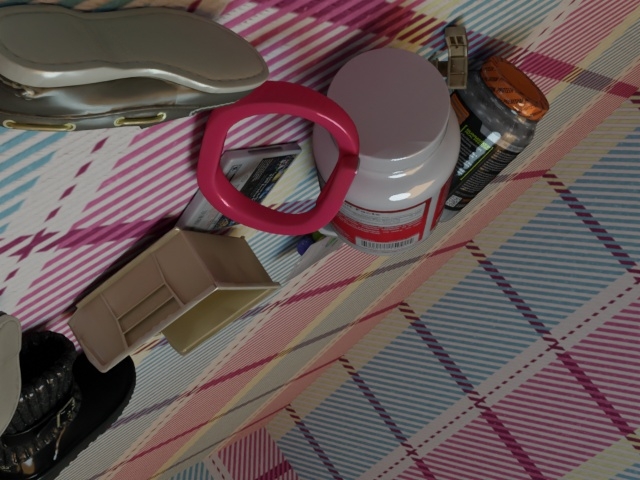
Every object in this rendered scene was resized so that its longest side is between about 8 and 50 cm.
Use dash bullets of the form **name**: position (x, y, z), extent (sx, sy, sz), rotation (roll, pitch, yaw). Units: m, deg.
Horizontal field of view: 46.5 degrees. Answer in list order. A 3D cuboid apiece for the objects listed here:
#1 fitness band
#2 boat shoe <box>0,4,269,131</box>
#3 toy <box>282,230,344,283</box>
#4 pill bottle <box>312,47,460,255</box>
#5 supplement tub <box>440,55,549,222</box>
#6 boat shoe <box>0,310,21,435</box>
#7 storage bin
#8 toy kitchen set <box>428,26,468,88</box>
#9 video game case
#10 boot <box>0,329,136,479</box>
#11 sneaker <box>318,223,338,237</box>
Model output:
- **fitness band**: position (-0.061, -0.104, 1.017), extent (0.291, 0.209, 0.054), rotation (119, -12, -57)
- **boat shoe**: position (-0.183, -0.161, 0.727), extent (0.305, 0.109, 0.091), rotation (-12, 151, -46)
- **toy**: position (0.000, 0.000, 1.683), extent (0.237, 0.056, 0.137), rotation (-27, 158, -49)
- **pill bottle**: position (0.105, -0.132, 1.214), extent (0.229, 0.229, 0.407), rotation (-36, 164, -7)
- **supplement tub**: position (0.290, -0.201, 1.491), extent (0.193, 0.193, 0.316), rotation (-16, 155, -53)
- **boat shoe**: position (-0.464, 0.189, 1.033), extent (0.075, 0.065, 0.206), rotation (-35, 141, -67)
- **storage bin**: position (-0.244, 0.103, 1.267), extent (0.260, 0.123, 0.262), rotation (-37, 167, 13)
- **toy kitchen set**: position (0.212, -0.307, 1.260), extent (0.068, 0.083, 0.075), rotation (2, 173, 16)
- **video game case**: position (-0.136, -0.082, 1.211), extent (0.173, 0.022, 0.190), rotation (-16, 153, -52)
- **boot**: position (-0.436, 0.236, 1.263), extent (0.348, 0.131, 0.260), rotation (-58, 158, -52)
- **sneaker**: position (0.099, -0.063, 1.630), extent (0.281, 0.105, 0.115), rotation (-24, 165, -34)
